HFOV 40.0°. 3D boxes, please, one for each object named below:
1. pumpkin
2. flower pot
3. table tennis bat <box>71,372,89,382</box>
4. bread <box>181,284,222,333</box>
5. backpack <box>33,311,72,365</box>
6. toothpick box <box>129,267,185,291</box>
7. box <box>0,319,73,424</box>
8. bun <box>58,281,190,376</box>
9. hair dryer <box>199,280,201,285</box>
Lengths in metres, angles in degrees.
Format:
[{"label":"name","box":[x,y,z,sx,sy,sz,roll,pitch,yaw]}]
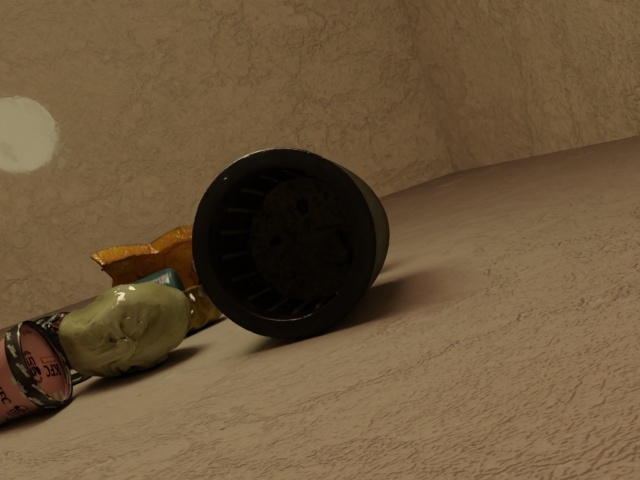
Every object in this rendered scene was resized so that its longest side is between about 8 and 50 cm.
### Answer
[{"label":"pumpkin","box":[-0.406,0.087,2.193,0.290,0.258,0.095,-16,42,-12]},{"label":"flower pot","box":[-0.015,-0.002,1.483,0.294,0.293,0.330,-17,-2,17]},{"label":"table tennis bat","box":[-0.468,0.262,1.627,0.087,0.013,0.156,-17,4,0]},{"label":"bread","box":[-0.305,0.156,1.769,0.098,0.087,0.269,-15,5,44]},{"label":"backpack","box":[-0.552,0.204,1.876,0.165,0.105,0.120,7,19,20]},{"label":"toothpick box","box":[-0.416,0.149,2.100,0.184,0.120,0.120,-21,5,2]},{"label":"box","box":[-0.502,0.224,1.433,0.135,0.151,0.151,-25,4,4]},{"label":"bun","box":[-0.336,0.167,1.533,0.230,0.145,0.229,-13,-30,-7]},{"label":"hair dryer","box":[-0.461,0.148,2.681,0.219,0.075,0.196,-24,-10,42]}]
